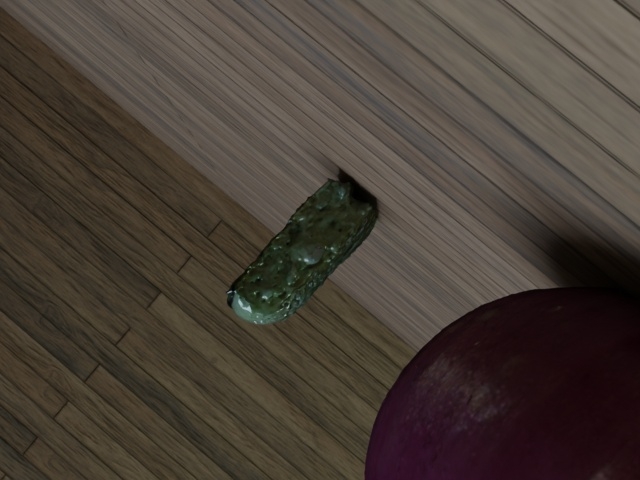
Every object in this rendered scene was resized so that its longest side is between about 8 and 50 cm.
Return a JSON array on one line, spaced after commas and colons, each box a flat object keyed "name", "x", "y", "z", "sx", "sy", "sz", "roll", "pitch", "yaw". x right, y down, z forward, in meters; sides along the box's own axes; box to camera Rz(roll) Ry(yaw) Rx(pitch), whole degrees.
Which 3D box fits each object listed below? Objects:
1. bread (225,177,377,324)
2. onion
[{"name": "bread", "x": 0.000, "y": 0.000, "z": 1.070, "sx": 0.064, "sy": 0.172, "sz": 0.232, "roll": 39, "pitch": -140, "yaw": 6}, {"name": "onion", "x": 0.163, "y": 0.202, "z": 0.613, "sx": 0.358, "sy": 0.345, "sz": 0.358, "roll": 39, "pitch": 140, "yaw": 43}]
